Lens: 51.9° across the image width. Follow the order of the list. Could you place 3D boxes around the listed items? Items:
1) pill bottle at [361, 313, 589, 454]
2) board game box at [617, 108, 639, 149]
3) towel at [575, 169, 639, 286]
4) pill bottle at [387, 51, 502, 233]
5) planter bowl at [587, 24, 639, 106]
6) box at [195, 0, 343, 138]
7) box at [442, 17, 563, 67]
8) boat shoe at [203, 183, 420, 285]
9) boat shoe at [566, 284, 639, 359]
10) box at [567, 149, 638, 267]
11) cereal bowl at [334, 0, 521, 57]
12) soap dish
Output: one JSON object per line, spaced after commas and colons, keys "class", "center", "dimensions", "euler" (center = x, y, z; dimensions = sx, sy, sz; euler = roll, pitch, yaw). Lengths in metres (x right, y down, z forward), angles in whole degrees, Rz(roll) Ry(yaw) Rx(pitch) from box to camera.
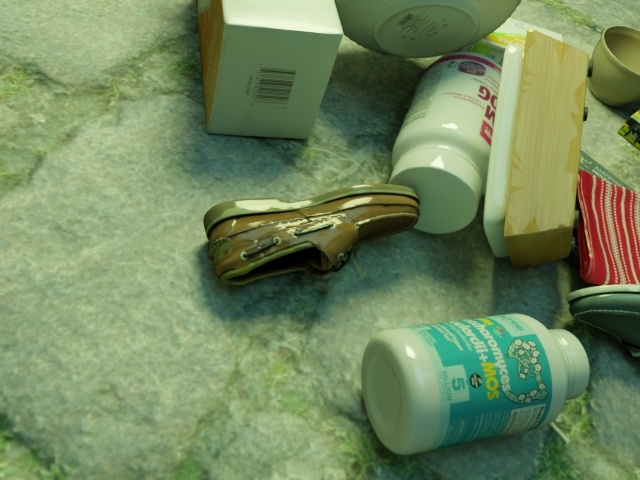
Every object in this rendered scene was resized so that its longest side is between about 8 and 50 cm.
{"class": "pill bottle", "center": [0.194, 0.168, 0.807], "dimensions": [0.264, 0.146, 0.146], "euler": [-4, 57, -22]}
{"class": "board game box", "center": [0.700, -0.203, 1.308], "dimensions": [0.141, 0.048, 0.170], "euler": [-35, 72, -33]}
{"class": "towel", "center": [0.512, 0.008, 1.025], "dimensions": [0.275, 0.031, 0.198], "euler": [16, 60, -16]}
{"class": "pill bottle", "center": [0.204, -0.156, 1.033], "dimensions": [0.160, 0.160, 0.283], "euler": [24, 52, -1]}
{"class": "planter bowl", "center": [0.617, -0.343, 1.341], "dimensions": [0.162, 0.109, 0.162], "euler": [9, 54, -13]}
{"class": "box", "center": [-0.098, -0.362, 1.043], "dimensions": [0.168, 0.215, 0.345], "euler": [0, 55, -17]}
{"class": "box", "center": [0.348, -0.346, 1.249], "dimensions": [0.203, 0.114, 0.103], "euler": [14, 53, -10]}
{"class": "boat shoe", "center": [0.000, 0.000, 0.896], "dimensions": [0.308, 0.110, 0.104], "euler": [-9, 63, -13]}
{"class": "boat shoe", "center": [0.507, 0.141, 0.954], "dimensions": [0.320, 0.116, 0.099], "euler": [15, 68, -11]}
{"class": "box", "center": [0.454, -0.041, 1.099], "dimensions": [0.233, 0.059, 0.183], "euler": [42, 56, 12]}
{"class": "cereal bowl", "center": [0.163, -0.388, 1.038], "dimensions": [0.339, 0.339, 0.141], "euler": [3, 76, -17]}
{"class": "soap dish", "center": [0.313, -0.115, 0.940], "dimensions": [0.118, 0.229, 0.290], "euler": [5, 78, 21]}
